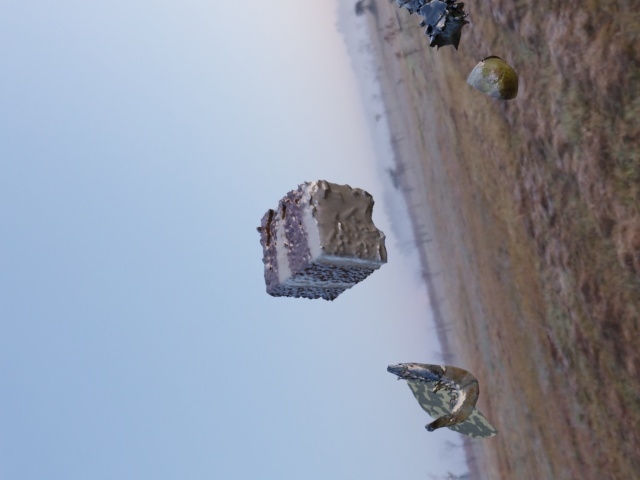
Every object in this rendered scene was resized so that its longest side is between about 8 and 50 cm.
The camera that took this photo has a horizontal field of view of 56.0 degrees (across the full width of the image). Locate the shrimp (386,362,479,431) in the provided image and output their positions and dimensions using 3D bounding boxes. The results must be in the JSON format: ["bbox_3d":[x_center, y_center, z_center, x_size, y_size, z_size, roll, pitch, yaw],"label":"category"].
[{"bbox_3d":[0.207,0.303,1.178,0.148,0.195,0.035,-64,-34,-37],"label":"shrimp"}]

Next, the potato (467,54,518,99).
[{"bbox_3d":[0.373,-0.336,1.248,0.103,0.096,0.066,-122,35,-51],"label":"potato"}]

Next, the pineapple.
[{"bbox_3d":[0.223,-0.554,1.282,0.202,0.202,0.362,58,-161,-54],"label":"pineapple"}]

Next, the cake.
[{"bbox_3d":[0.000,0.000,0.856,0.134,0.147,0.135,5,-117,-29],"label":"cake"}]

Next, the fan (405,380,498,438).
[{"bbox_3d":[0.268,0.347,1.279,0.240,0.009,0.131,35,-149,14],"label":"fan"}]
